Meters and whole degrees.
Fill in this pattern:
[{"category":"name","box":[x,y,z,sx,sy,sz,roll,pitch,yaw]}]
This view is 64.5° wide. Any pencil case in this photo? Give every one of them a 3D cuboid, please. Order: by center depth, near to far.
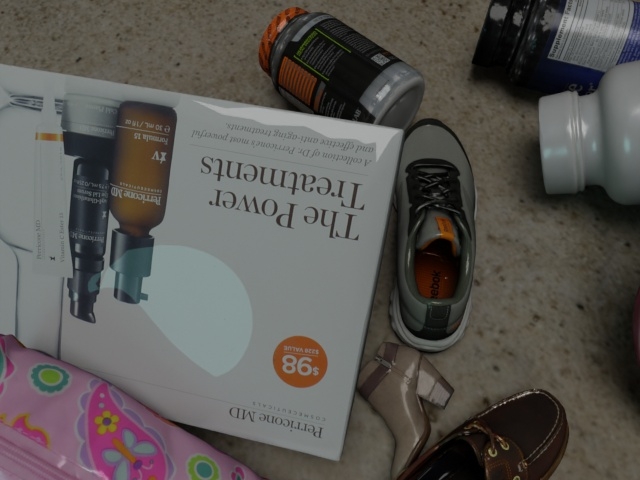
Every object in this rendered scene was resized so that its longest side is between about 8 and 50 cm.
[{"category":"pencil case","box":[-0.163,0.189,0.395,0.284,0.124,0.124,34,69,-7]}]

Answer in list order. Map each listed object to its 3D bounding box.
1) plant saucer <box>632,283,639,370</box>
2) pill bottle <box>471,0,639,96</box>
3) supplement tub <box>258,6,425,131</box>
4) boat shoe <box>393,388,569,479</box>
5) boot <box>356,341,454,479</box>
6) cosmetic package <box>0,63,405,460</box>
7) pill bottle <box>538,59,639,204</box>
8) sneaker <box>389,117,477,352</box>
[{"category":"plant saucer","box":[0.440,0.057,0.421,0.332,0.332,0.084,13,22,8]},{"category":"pill bottle","box":[0.310,-0.242,0.630,0.219,0.123,0.122,17,66,10]},{"category":"supplement tub","box":[0.021,-0.198,0.622,0.190,0.117,0.117,41,72,18]},{"category":"boat shoe","box":[0.137,0.198,0.444,0.207,0.073,0.073,-35,35,-16]},{"category":"boot","box":[0.070,0.161,0.496,0.087,0.042,0.118,28,71,23]},{"category":"cosmetic package","box":[-0.135,0.010,0.466,0.377,0.097,0.284,10,102,7]},{"category":"pill bottle","box":[0.375,-0.116,0.519,0.272,0.152,0.152,-5,62,28]},{"category":"sneaker","box":[0.126,-0.024,0.542,0.100,0.108,0.271,2,63,5]}]
